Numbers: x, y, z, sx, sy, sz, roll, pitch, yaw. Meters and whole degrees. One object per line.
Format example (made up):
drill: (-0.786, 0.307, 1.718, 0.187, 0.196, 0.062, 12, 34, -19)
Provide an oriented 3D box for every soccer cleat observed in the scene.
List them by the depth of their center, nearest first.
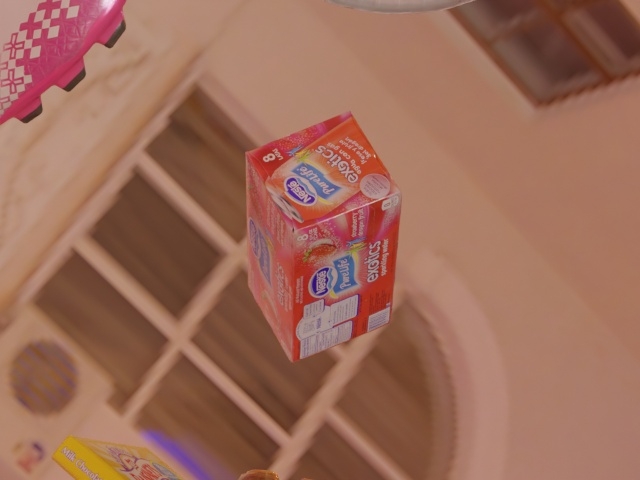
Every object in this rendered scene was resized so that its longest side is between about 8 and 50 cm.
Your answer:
soccer cleat: (-0.249, -0.140, 1.342, 0.331, 0.143, 0.116, -42, -158, 18)

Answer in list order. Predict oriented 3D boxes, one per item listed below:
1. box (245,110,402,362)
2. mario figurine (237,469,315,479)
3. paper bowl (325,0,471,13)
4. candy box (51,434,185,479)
box: (0.000, 0.000, 2.065, 0.128, 0.257, 0.123, -22, -122, -15)
mario figurine: (-0.074, 0.450, 2.346, 0.198, 0.170, 0.321, -2, -115, 41)
paper bowl: (0.050, -0.291, 1.277, 0.284, 0.284, 0.148, -41, -174, 11)
candy box: (-0.129, 0.193, 1.465, 0.027, 0.105, 0.206, -53, 167, -1)
